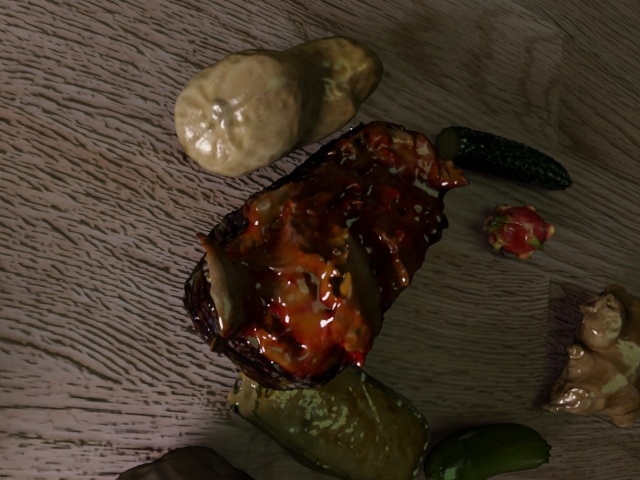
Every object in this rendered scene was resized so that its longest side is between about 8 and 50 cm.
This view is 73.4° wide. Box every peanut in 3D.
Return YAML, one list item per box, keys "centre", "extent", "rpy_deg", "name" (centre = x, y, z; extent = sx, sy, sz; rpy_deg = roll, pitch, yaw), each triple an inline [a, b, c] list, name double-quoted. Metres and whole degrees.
- centre: [-0.039, -0.160, 0.492]
  extent: [0.253, 0.137, 0.122]
  rpy_deg: [-28, 98, -29]
  name: "peanut"

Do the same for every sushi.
- centre: [0.000, 0.000, 0.441]
  extent: [0.196, 0.182, 0.343]
  rpy_deg: [40, 52, 1]
  name: "sushi"

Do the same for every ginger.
- centre: [0.475, 0.199, 0.707]
  extent: [0.270, 0.123, 0.219]
  rpy_deg: [-25, 97, -27]
  name: "ginger"

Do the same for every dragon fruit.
- centre: [0.305, -0.018, 0.677]
  extent: [0.116, 0.081, 0.086]
  rpy_deg: [25, 83, -22]
  name: "dragon fruit"

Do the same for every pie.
- centre: [0.030, 0.217, 0.515]
  extent: [0.282, 0.068, 0.129]
  rpy_deg: [38, 66, -21]
  name: "pie"

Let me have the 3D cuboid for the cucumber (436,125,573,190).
- centre: [0.319, -0.130, 0.708]
  extent: [0.293, 0.067, 0.068]
  rpy_deg: [7, 80, -26]
  name: "cucumber"

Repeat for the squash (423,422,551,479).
- centre: [0.241, 0.295, 0.604]
  extent: [0.257, 0.069, 0.070]
  rpy_deg: [8, 80, -32]
  name: "squash"

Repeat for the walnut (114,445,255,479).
- centre: [-0.109, 0.286, 0.350]
  extent: [0.224, 0.224, 0.225]
  rpy_deg: [4, 81, -26]
  name: "walnut"
